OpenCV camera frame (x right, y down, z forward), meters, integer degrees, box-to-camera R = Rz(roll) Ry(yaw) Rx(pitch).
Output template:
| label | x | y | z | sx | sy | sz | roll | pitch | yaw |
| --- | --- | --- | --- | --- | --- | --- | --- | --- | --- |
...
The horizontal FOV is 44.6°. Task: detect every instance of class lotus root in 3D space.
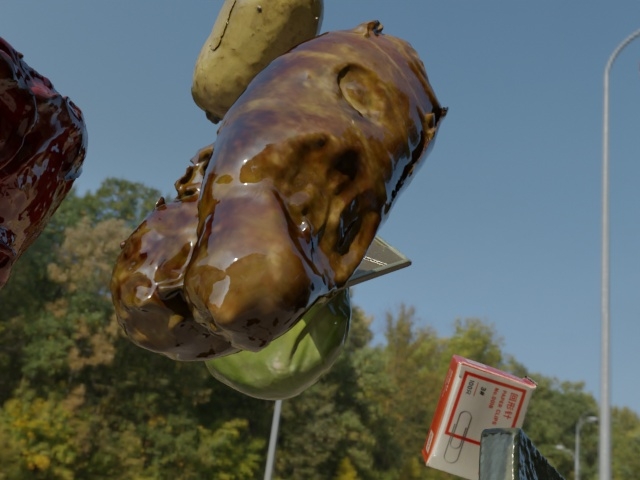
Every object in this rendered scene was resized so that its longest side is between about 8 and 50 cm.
| label | x | y | z | sx | sy | sz | roll | pitch | yaw |
| --- | --- | --- | --- | --- | --- | --- | --- | --- | --- |
| lotus root | -0.082 | -0.292 | 1.119 | 0.146 | 0.284 | 0.160 | 17 | 18 | -34 |

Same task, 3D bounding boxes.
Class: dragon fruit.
| label | x | y | z | sx | sy | sz | roll | pitch | yaw |
| --- | --- | --- | --- | --- | --- | --- | --- | --- | --- |
| dragon fruit | -0.328 | -0.020 | 0.769 | 0.228 | 0.329 | 0.286 | -5 | -19 | 29 |

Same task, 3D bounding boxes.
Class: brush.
| label | x | y | z | sx | sy | sz | roll | pitch | yaw |
| --- | --- | --- | --- | --- | --- | --- | --- | --- | --- |
| brush | 0.269 | 0.337 | 1.010 | 0.059 | 0.123 | 0.197 | -16 | -48 | 33 |

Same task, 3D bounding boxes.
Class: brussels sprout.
| label | x | y | z | sx | sy | sz | roll | pitch | yaw |
| --- | --- | --- | --- | --- | --- | --- | --- | --- | --- |
| brussels sprout | -0.100 | 0.154 | 1.553 | 0.328 | 0.328 | 0.247 | 10 | -9 | -5 |

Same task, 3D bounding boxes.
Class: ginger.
| label | x | y | z | sx | sy | sz | roll | pitch | yaw |
| --- | --- | --- | --- | --- | --- | --- | --- | --- | --- |
| ginger | -0.039 | -0.047 | 0.719 | 0.176 | 0.418 | 0.254 | 46 | -41 | -18 |

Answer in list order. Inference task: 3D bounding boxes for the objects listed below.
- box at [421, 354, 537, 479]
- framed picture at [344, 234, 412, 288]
| label | x | y | z | sx | sy | sz | roll | pitch | yaw |
| --- | --- | --- | --- | --- | --- | --- | --- | --- | --- |
| box | 0.253 | 0.288 | 1.254 | 0.133 | 0.182 | 0.099 | 19 | 1 | 1 |
| framed picture | 0.000 | 0.000 | 1.470 | 0.213 | 0.016 | 0.289 | -17 | 37 | -32 |
